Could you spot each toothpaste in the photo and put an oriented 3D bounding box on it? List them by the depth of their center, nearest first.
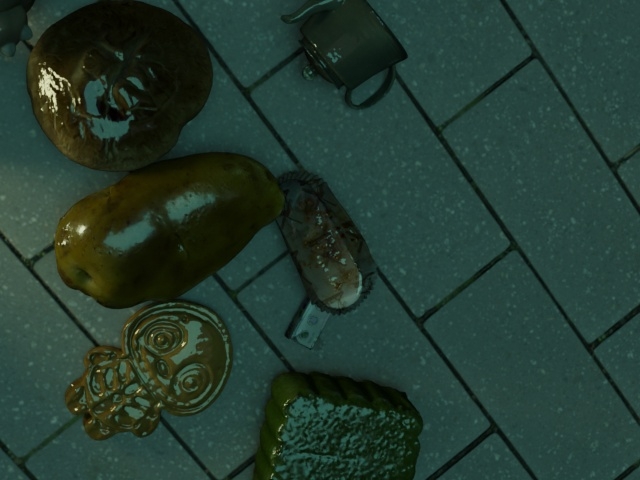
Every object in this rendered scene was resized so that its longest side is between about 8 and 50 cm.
[{"bbox_3d":[0.008,0.088,1.638,0.047,0.040,0.196,28,92,-16],"label":"toothpaste"}]

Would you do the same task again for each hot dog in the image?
[{"bbox_3d":[0.000,0.000,1.582,0.131,0.069,0.252,-30,87,11],"label":"hot dog"}]

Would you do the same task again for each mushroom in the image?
[{"bbox_3d":[-0.300,-0.235,1.461,0.278,0.146,0.278,3,77,-11],"label":"mushroom"}]

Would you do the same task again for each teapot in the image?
[{"bbox_3d":[0.036,-0.298,1.532,0.149,0.162,0.239,-40,135,6],"label":"teapot"}]

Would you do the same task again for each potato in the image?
[{"bbox_3d":[-0.233,-0.019,1.504,0.369,0.176,0.195,-26,82,-6],"label":"potato"}]

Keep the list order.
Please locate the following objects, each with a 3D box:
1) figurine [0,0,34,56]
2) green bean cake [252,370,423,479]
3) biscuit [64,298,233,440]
[{"bbox_3d":[-0.543,-0.433,1.366,0.380,0.203,0.248,28,86,-3],"label":"figurine"},{"bbox_3d":[0.026,0.358,1.625,0.250,0.156,0.247,9,96,-13],"label":"green bean cake"},{"bbox_3d":[-0.279,0.217,1.599,0.289,0.044,0.202,-29,104,-8],"label":"biscuit"}]
